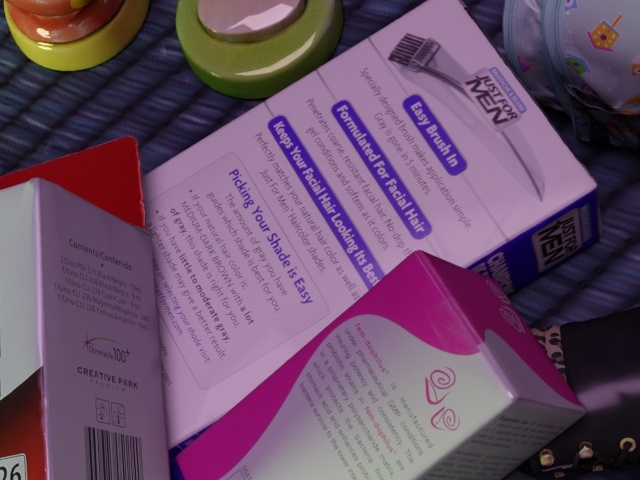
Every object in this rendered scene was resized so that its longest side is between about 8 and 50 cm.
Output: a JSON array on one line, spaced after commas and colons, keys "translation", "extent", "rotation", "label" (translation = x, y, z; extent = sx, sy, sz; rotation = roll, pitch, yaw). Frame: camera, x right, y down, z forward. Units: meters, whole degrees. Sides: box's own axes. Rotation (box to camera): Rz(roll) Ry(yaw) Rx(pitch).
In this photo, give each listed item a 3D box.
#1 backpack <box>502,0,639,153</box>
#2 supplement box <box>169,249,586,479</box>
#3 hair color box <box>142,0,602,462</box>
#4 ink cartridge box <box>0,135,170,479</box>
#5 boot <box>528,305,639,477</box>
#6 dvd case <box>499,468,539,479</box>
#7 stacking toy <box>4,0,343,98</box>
[{"translation": [0.203, -0.161, 0.883], "extent": [0.144, 0.188, 0.165], "rotation": [20, 76, 19], "label": "backpack"}, {"translation": [0.032, 0.122, 0.818], "extent": [0.220, 0.114, 0.111], "rotation": [-42, 60, 20], "label": "supplement box"}, {"translation": [0.000, 0.000, 0.914], "extent": [0.339, 0.110, 0.185], "rotation": [-32, 65, 2], "label": "hair color box"}, {"translation": [-0.264, 0.075, 0.849], "extent": [0.309, 0.130, 0.271], "rotation": [-15, 69, 22], "label": "ink cartridge box"}, {"translation": [0.221, 0.138, 0.827], "extent": [0.179, 0.085, 0.236], "rotation": [-14, 63, 11], "label": "boot"}, {"translation": [0.077, 0.248, 0.786], "extent": [0.238, 0.029, 0.179], "rotation": [-55, 26, -9], "label": "dvd case"}, {"translation": [-0.099, -0.268, 1.024], "extent": [0.280, 0.130, 0.309], "rotation": [21, 76, 20], "label": "stacking toy"}]
